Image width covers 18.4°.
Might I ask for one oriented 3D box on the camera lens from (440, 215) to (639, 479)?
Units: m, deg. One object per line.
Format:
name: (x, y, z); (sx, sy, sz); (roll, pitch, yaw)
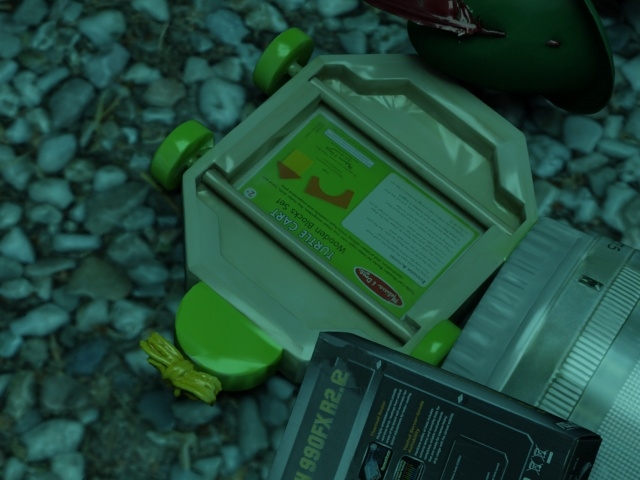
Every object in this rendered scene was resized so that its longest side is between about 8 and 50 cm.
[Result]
camera lens: (0.219, 0.136, 1.320); (0.274, 0.219, 0.219); (30, 61, 10)

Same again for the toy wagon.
toy wagon: (0.000, 0.000, 1.459); (0.267, 0.068, 0.344); (39, 64, 15)

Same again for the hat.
hat: (0.088, -0.140, 1.492); (0.183, 0.173, 0.208); (-34, 81, -18)

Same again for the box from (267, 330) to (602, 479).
box: (0.048, 0.194, 1.223); (0.183, 0.056, 0.231); (21, 93, 25)
